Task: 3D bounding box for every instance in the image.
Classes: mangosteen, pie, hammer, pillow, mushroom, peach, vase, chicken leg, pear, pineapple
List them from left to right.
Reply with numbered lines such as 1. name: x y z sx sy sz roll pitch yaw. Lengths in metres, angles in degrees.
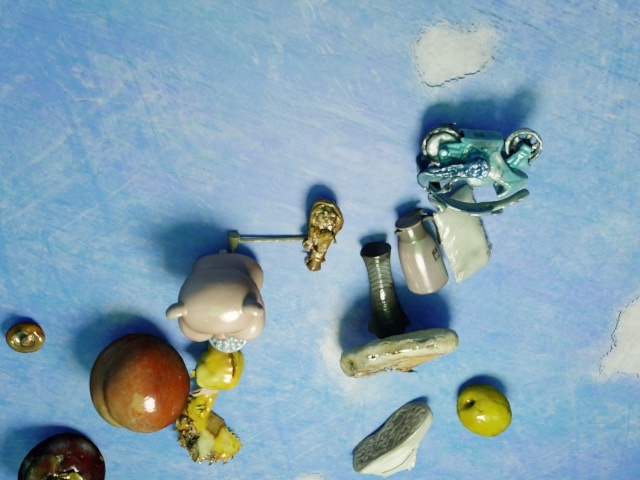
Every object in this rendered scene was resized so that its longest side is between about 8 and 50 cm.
1. mushroom: -0.727 0.240 1.488 0.129 0.073 0.088 -18 111 45
2. mangosteen: -0.705 0.660 1.623 0.231 0.289 0.231 -2 96 -21
3. peach: -0.449 0.350 1.488 0.252 0.252 0.252 -2 121 -4
4. pineapple: -0.350 0.583 1.685 0.140 0.164 0.250 -28 123 20
5. hammer: -0.125 0.008 1.443 0.195 0.028 0.060 -1 127 -6
6. chicken leg: 0.001 -0.002 1.408 0.085 0.101 0.207 5 128 -10
7. vase: 0.155 0.122 1.496 0.115 0.115 0.237 -13 116 2
8. pie: 0.212 0.287 1.533 0.337 0.075 0.337 -13 158 -5
9. pillow: 0.348 -0.012 1.446 0.128 0.051 0.229 -36 121 -18
10. pear: 0.470 0.486 1.708 0.162 0.149 0.149 26 115 -30

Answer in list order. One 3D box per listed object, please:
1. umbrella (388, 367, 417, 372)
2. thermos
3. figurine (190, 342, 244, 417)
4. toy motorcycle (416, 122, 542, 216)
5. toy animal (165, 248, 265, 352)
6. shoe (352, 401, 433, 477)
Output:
1. umbrella: 0.220 0.365 1.692 0.122 0.013 0.022 19 95 -14
2. thermos: 0.248 0.015 1.448 0.137 0.105 0.193 -34 119 -19
3. figurine: -0.279 0.360 1.582 0.156 0.131 0.246 -14 143 -40
4. toy motorcycle: 0.342 -0.155 1.313 0.260 0.154 0.206 4 118 6
5. toy animal: -0.221 0.125 1.385 0.210 0.221 0.229 -4 150 4
6. shoe: 0.248 0.618 1.786 0.159 0.124 0.316 37 116 -23
